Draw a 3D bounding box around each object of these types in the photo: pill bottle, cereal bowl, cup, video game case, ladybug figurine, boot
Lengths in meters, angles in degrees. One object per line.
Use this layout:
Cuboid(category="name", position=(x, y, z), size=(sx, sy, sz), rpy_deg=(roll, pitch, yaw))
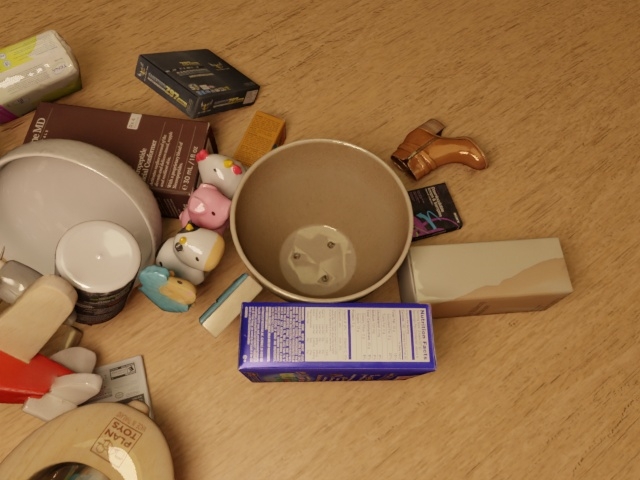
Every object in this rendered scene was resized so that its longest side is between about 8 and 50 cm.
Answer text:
Cuboid(category="pill bottle", position=(-0.398, 0.071, 0.957), size=(0.131, 0.246, 0.130), rpy_deg=(11, 61, -22))
Cuboid(category="cereal bowl", position=(-0.463, -0.055, 1.056), size=(0.339, 0.339, 0.141), rpy_deg=(8, 40, 1))
Cuboid(category="cup", position=(0.000, 0.000, 1.082), size=(0.331, 0.237, 0.331), rpy_deg=(1, 66, -2))
Cuboid(category="video game case", position=(-0.421, 0.330, 1.037), size=(0.190, 0.022, 0.173), rpy_deg=(-15, 68, -10))
Cuboid(category="ladybug figurine", position=(-0.399, 0.472, 0.873), size=(0.305, 0.162, 0.449), rpy_deg=(29, 72, 6))
Cuboid(category="boot", position=(0.276, -0.188, 1.269), size=(0.197, 0.073, 0.152), rpy_deg=(38, 68, 26))

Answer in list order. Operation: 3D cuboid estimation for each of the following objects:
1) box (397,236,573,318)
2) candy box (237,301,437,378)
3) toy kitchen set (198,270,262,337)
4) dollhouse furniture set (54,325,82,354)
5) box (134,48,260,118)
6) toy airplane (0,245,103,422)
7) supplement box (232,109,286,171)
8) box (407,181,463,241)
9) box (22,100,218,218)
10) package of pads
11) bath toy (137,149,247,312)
Cuboid(category="box", position=(0.325, 0.081, 1.113), size=(0.311, 0.148, 0.121), rpy_deg=(-4, 67, -3))
Cuboid(category="candy box", position=(0.023, 0.191, 0.983), size=(0.317, 0.268, 0.122), rpy_deg=(1, 72, -3))
Cuboid(category="toy kitchen set", position=(-0.224, 0.082, 1.040), size=(0.166, 0.207, 0.122), rpy_deg=(44, 75, -6))
Cuboid(category="dollhouse furniture set", position=(-0.522, 0.168, 1.077), size=(0.081, 0.091, 0.114), rpy_deg=(11, 69, 19))
Cuboid(category="box", position=(-0.280, -0.371, 1.264), size=(0.183, 0.059, 0.233), rpy_deg=(37, 34, 14))
Cuboid(category="toy airplane", position=(-0.556, 0.172, 0.905), size=(0.386, 0.384, 0.272), rpy_deg=(-10, 59, -8))
Cuboid(category="supplement box", position=(-0.153, -0.179, 1.240), size=(0.080, 0.078, 0.233), rpy_deg=(18, 67, 5))
Cuboid(category="box", position=(0.228, -0.062, 1.233), size=(0.162, 0.029, 0.116), rpy_deg=(-14, 68, -10))
Cuboid(category="box", position=(-0.436, -0.173, 1.193), size=(0.382, 0.143, 0.191), rpy_deg=(6, 67, 2))
Cuboid(category="package of pads", position=(-0.641, -0.346, 1.182), size=(0.229, 0.296, 0.101), rpy_deg=(-31, 107, -15))
Cuboid(category="bath toy", position=(-0.225, -0.040, 1.017), size=(0.151, 0.129, 0.348), rpy_deg=(-8, 46, 27))
